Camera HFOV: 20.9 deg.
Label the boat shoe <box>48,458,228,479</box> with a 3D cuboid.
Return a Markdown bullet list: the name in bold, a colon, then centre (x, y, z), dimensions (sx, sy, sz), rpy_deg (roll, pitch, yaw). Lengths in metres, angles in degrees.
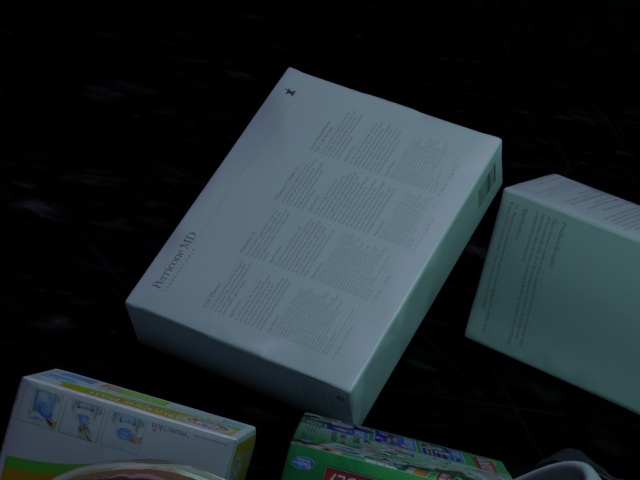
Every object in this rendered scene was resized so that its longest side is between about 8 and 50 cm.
- **boat shoe**: centre (-0.092, 0.265, 1.427), dimensions (0.324, 0.123, 0.116), rpy_deg (8, 21, -9)

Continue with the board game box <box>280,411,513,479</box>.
- **board game box**: centre (0.075, 0.219, 1.626), dimensions (0.213, 0.046, 0.317), rpy_deg (15, -1, 2)

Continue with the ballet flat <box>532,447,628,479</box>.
- **ballet flat**: centre (0.285, 0.268, 1.750), dimensions (0.074, 0.074, 0.203), rpy_deg (1, 16, -33)

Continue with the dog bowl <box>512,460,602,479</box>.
- **dog bowl**: centre (0.124, 0.285, 1.283), dimensions (0.104, 0.265, 0.265), rpy_deg (53, 21, -4)

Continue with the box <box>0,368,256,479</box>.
- **box**: centre (-0.172, 0.194, 1.555), dimensions (0.203, 0.103, 0.114), rpy_deg (16, 1, 6)

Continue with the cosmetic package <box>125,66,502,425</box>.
- **cosmetic package**: centre (0.000, 0.000, 1.961), dimensions (0.284, 0.097, 0.377), rpy_deg (22, 60, 20)

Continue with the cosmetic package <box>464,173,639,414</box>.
- **cosmetic package**: centre (0.394, 0.083, 2.134), dimensions (0.385, 0.217, 0.156), rpy_deg (25, 22, 26)
